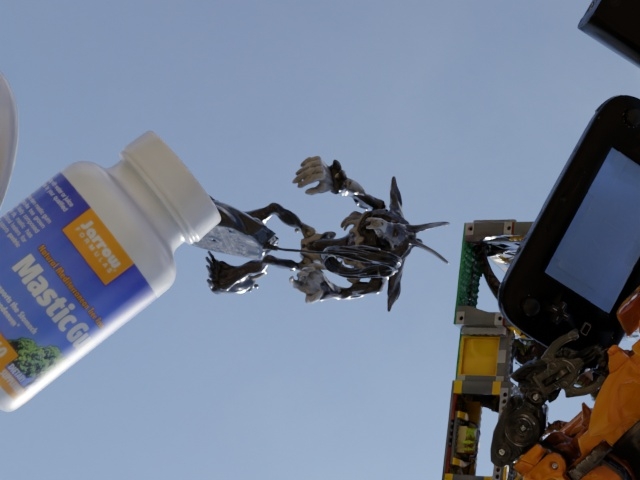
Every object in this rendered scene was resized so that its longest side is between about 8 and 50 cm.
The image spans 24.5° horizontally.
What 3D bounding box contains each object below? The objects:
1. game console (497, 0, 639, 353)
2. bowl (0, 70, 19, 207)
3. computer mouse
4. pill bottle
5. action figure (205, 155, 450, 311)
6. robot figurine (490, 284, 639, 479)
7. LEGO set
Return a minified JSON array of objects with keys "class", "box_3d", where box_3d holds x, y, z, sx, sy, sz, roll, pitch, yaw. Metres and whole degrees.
[{"class":"game console","box_3d":[0.267,-0.069,1.126,0.213,0.044,0.361,31,-98,-6]},{"class":"bowl","box_3d":[-0.349,-0.037,0.947,0.298,0.134,0.298,-23,-135,25]},{"class":"computer mouse","box_3d":[-0.034,-0.005,1.460,0.242,0.071,0.041,12,-116,14]},{"class":"pill bottle","box_3d":[-0.232,0.021,1.384,0.272,0.152,0.152,-39,-115,-8]},{"class":"action figure","box_3d":[0.000,0.000,1.661,0.275,0.141,0.164,-5,-106,18]},{"class":"robot figurine","box_3d":[0.262,0.123,1.051,0.211,0.085,0.291,48,-65,12]},{"class":"LEGO set","box_3d":[0.239,0.125,1.318,0.192,0.255,0.331,-1,-117,26]}]
